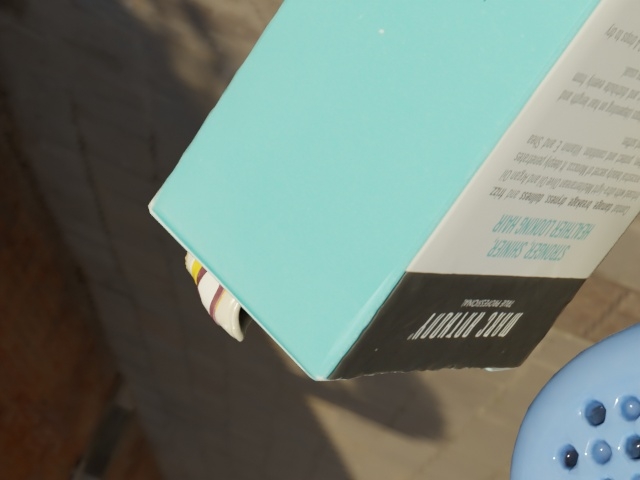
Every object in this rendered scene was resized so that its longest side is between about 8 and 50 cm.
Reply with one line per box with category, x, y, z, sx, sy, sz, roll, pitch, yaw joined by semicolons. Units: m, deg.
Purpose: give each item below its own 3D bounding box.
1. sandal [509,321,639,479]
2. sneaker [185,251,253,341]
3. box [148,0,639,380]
sandal;0.138;0.131;0.282;0.138;0.126;0.317;-4;-138;-44
sneaker;0.000;0.000;1.125;0.084;0.185;0.069;59;-176;33
box;0.072;-0.082;0.339;0.060;0.244;0.100;44;-161;25
